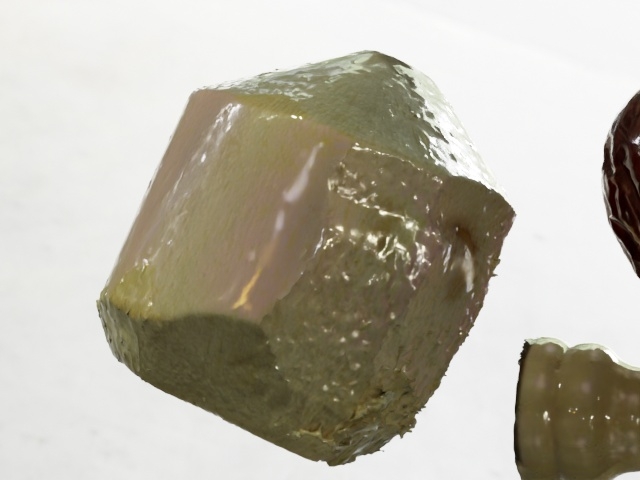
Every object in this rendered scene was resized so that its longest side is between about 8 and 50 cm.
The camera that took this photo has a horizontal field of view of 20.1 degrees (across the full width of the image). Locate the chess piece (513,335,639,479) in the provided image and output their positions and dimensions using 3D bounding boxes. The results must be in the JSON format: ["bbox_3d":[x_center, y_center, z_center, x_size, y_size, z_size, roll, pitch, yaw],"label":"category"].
[{"bbox_3d":[0.304,0.156,1.550,0.261,0.143,0.143,2,16,22],"label":"chess piece"}]

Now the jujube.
[{"bbox_3d":[0.314,-0.025,1.452,0.168,0.168,0.236,8,62,-27],"label":"jujube"}]

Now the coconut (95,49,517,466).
[{"bbox_3d":[0.000,0.000,1.427,0.297,0.309,0.297,26,1,-1],"label":"coconut"}]
